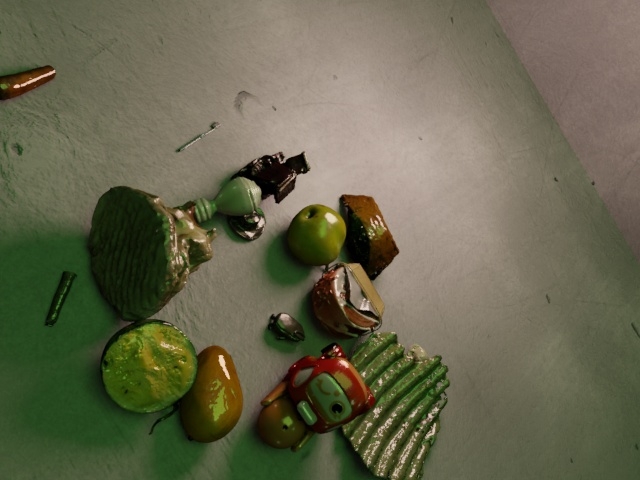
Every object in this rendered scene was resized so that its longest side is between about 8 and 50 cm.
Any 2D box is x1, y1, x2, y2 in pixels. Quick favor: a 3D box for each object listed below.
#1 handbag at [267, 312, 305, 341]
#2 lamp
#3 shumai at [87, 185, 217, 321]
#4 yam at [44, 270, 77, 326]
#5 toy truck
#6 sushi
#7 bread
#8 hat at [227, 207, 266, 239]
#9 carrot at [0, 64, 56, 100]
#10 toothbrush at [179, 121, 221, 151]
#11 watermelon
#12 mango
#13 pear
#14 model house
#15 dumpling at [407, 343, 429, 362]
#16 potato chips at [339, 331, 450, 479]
[{"bbox_3d":[-0.086,0.242,1.623,0.111,0.047,0.072,34,51,-18],"label":"handbag"},{"bbox_3d":[-0.249,-0.103,1.596,0.192,0.106,0.106,-21,84,-10],"label":"lamp"},{"bbox_3d":[-0.386,0.032,1.442,0.262,0.266,0.314,0,91,-62],"label":"shumai"},{"bbox_3d":[-0.585,0.132,1.348,0.033,0.027,0.130,21,62,-24],"label":"yam"},{"bbox_3d":[-0.024,0.404,1.478,0.189,0.265,0.239,56,42,-1],"label":"toy truck"},{"bbox_3d":[0.137,-0.024,1.827,0.287,0.140,0.149,64,16,3],"label":"sushi"},{"bbox_3d":[0.074,0.179,1.707,0.212,0.142,0.224,-32,91,-52],"label":"bread"},{"bbox_3d":[-0.195,-0.059,1.666,0.121,0.050,0.121,15,62,-31],"label":"hat"},{"bbox_3d":[-0.720,-0.385,1.446,0.055,0.055,0.161,54,46,-4],"label":"carrot"},{"bbox_3d":[-0.340,-0.294,1.685,0.014,0.011,0.167,48,53,-3],"label":"toothbrush"},{"bbox_3d":[-0.390,0.280,1.353,0.204,0.127,0.232,-43,117,-18],"label":"watermelon"},{"bbox_3d":[-0.256,0.365,1.427,0.147,0.109,0.228,7,67,-5],"label":"mango"},{"bbox_3d":[0.000,0.000,1.718,0.216,0.166,0.180,61,32,-38],"label":"pear"},{"bbox_3d":[-0.124,-0.197,1.699,0.141,0.164,0.203,51,51,-13],"label":"model house"},{"bbox_3d":[0.304,0.362,1.845,0.076,0.057,0.052,53,10,-34],"label":"dumpling"},{"bbox_3d":[0.217,0.482,1.690,0.373,0.097,0.389,32,64,-20],"label":"potato chips"}]
